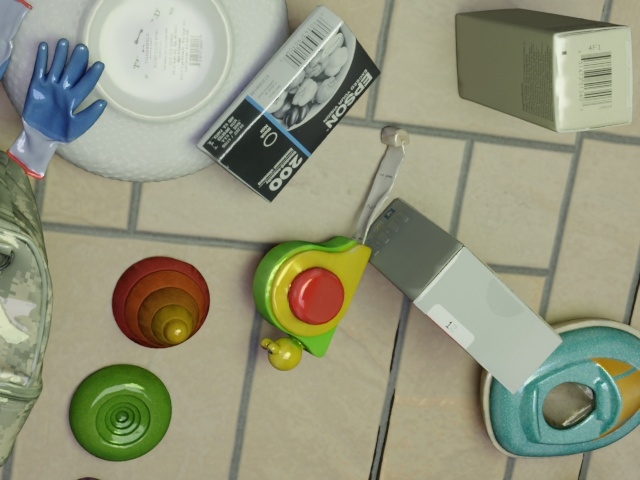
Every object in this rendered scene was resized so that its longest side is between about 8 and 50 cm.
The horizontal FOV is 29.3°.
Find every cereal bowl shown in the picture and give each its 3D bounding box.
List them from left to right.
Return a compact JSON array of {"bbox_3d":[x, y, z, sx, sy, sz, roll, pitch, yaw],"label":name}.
[{"bbox_3d":[-0.189,-0.222,1.347,0.339,0.141,0.339,-4,105,-14],"label":"cereal bowl"}]

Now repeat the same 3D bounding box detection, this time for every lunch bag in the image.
[{"bbox_3d":[-0.385,0.049,1.284,0.212,0.305,0.256,23,101,-23],"label":"lunch bag"}]

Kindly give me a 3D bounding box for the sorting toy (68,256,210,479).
[{"bbox_3d":[-0.224,0.205,1.463,0.127,0.126,0.365,19,98,-20],"label":"sorting toy"}]

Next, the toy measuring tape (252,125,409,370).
[{"bbox_3d":[0.000,0.000,1.484,0.121,0.121,0.330,23,89,-20],"label":"toy measuring tape"}]

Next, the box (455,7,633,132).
[{"bbox_3d":[0.250,-0.201,1.405,0.094,0.275,0.113,-9,108,-14],"label":"box"}]

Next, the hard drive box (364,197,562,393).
[{"bbox_3d":[0.160,0.060,1.475,0.181,0.232,0.089,42,90,-21],"label":"hard drive box"}]

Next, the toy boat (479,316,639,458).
[{"bbox_3d":[0.355,0.261,1.632,0.267,0.148,0.318,-15,108,-12],"label":"toy boat"}]

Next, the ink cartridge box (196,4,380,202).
[{"bbox_3d":[-0.022,-0.142,1.400,0.206,0.045,0.208,-49,157,2],"label":"ink cartridge box"}]

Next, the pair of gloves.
[{"bbox_3d":[-0.322,-0.169,1.281,0.198,0.023,0.159,37,110,3],"label":"pair of gloves"}]
